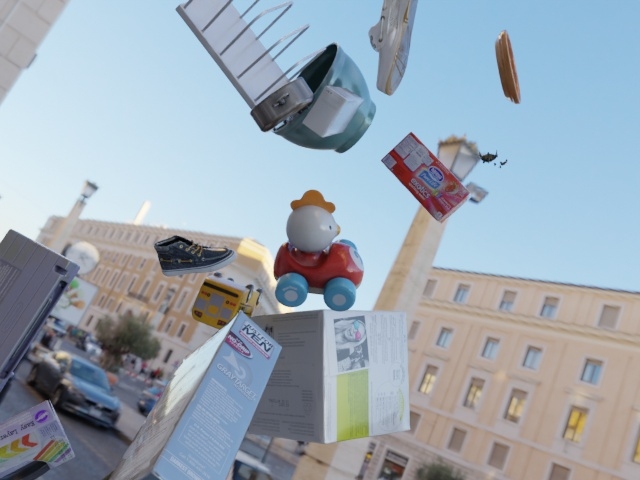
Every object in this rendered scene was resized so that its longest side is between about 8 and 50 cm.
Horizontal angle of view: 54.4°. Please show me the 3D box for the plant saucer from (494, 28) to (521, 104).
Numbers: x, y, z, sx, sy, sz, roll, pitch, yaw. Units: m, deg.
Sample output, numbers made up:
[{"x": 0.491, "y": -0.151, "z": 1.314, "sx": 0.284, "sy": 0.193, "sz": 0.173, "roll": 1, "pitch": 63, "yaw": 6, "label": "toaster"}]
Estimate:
[{"x": 0.500, "y": -0.460, "z": 1.668, "sx": 0.037, "sy": 0.199, "sz": 0.200, "roll": -11, "pitch": -31, "yaw": 23, "label": "plant saucer"}]

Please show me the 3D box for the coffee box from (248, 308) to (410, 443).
[{"x": 0.022, "y": 0.373, "z": 1.773, "sx": 0.335, "sy": 0.338, "sz": 0.338, "roll": 7, "pitch": -12, "yaw": -41, "label": "coffee box"}]

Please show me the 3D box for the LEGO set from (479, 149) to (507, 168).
[{"x": 0.445, "y": -0.208, "z": 1.619, "sx": 0.083, "sy": 0.054, "sz": 0.023, "roll": 60, "pitch": -5, "yaw": 40, "label": "LEGO set"}]

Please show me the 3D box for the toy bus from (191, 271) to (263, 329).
[{"x": -0.238, "y": 0.166, "z": 1.657, "sx": 0.108, "sy": 0.130, "sz": 0.332, "roll": 20, "pitch": -7, "yaw": 5, "label": "toy bus"}]

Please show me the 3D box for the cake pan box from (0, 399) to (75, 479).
[{"x": -0.761, "y": 0.532, "z": 1.551, "sx": 0.070, "sy": 0.246, "sz": 0.266, "roll": 53, "pitch": -30, "yaw": 29, "label": "cake pan box"}]

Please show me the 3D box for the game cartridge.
[{"x": -0.756, "y": 0.165, "z": 1.485, "sx": 0.230, "sy": 0.355, "sz": 0.068, "roll": 23, "pitch": -14, "yaw": 27, "label": "game cartridge"}]

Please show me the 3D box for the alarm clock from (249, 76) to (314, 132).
[{"x": -0.074, "y": -0.265, "z": 1.228, "sx": 0.064, "sy": 0.129, "sz": 0.192, "roll": 56, "pitch": 3, "yaw": -4, "label": "alarm clock"}]

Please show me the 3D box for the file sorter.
[{"x": -0.147, "y": -0.485, "z": 1.438, "sx": 0.173, "sy": 0.193, "sz": 0.277, "roll": -30, "pitch": -78, "yaw": 36, "label": "file sorter"}]

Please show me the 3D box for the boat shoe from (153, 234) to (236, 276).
[{"x": -0.291, "y": 0.028, "z": 1.435, "sx": 0.184, "sy": 0.065, "sz": 0.083, "roll": -11, "pitch": -61, "yaw": 7, "label": "boat shoe"}]

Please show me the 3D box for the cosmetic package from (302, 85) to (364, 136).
[{"x": 0.033, "y": -0.298, "z": 1.430, "sx": 0.060, "sy": 0.098, "sz": 0.239, "roll": 34, "pitch": 17, "yaw": 4, "label": "cosmetic package"}]

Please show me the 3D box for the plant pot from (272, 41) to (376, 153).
[{"x": 0.026, "y": -0.361, "z": 1.710, "sx": 0.196, "sy": 0.293, "sz": 0.293, "roll": 35, "pitch": -18, "yaw": -22, "label": "plant pot"}]

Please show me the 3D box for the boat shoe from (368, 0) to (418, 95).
[{"x": 0.160, "y": -0.480, "z": 1.476, "sx": 0.096, "sy": 0.276, "sz": 0.098, "roll": 11, "pitch": -4, "yaw": 20, "label": "boat shoe"}]

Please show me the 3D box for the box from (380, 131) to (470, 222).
[{"x": 0.317, "y": -0.184, "z": 1.860, "sx": 0.257, "sy": 0.128, "sz": 0.123, "roll": 49, "pitch": 11, "yaw": 12, "label": "box"}]

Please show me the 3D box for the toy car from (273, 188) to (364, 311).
[{"x": 0.000, "y": 0.000, "z": 1.406, "sx": 0.211, "sy": 0.219, "sz": 0.237, "roll": 5, "pitch": -61, "yaw": 2, "label": "toy car"}]

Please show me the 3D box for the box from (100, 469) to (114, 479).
[{"x": -0.513, "y": 0.631, "z": 1.484, "sx": 0.036, "sy": 0.136, "sz": 0.225, "roll": 42, "pitch": -25, "yaw": 25, "label": "box"}]

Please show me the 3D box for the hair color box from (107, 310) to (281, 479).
[{"x": -0.208, "y": 0.302, "z": 1.037, "sx": 0.113, "sy": 0.374, "sz": 0.185, "roll": 44, "pitch": -60, "yaw": -12, "label": "hair color box"}]
